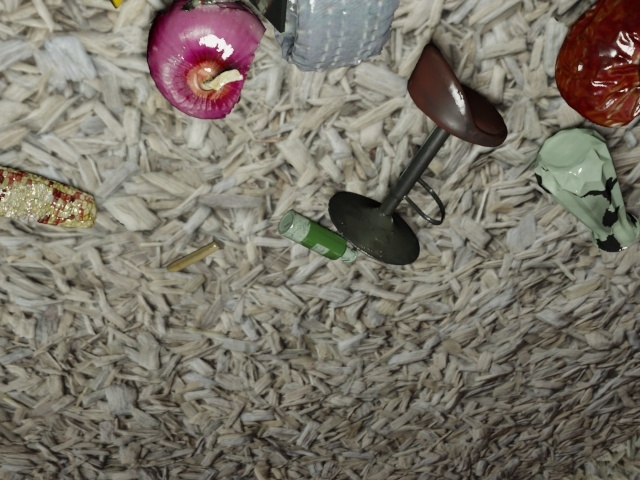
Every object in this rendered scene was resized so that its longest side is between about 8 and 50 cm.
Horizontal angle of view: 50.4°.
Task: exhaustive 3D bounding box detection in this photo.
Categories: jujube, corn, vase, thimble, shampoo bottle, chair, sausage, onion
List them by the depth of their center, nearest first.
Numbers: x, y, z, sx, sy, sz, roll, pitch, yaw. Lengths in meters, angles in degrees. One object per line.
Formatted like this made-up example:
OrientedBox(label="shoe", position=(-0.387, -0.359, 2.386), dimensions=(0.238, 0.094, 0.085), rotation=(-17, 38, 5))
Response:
OrientedBox(label="thimble", position=(0.019, -0.393, 1.091), dimensions=(0.172, 0.205, 0.236), rotation=(-9, 131, -13))
OrientedBox(label="onion", position=(-0.202, -0.313, 1.145), dimensions=(0.201, 0.200, 0.207), rotation=(2, 163, -15))
OrientedBox(label="jujube", position=(0.564, -0.343, 1.277), dimensions=(0.213, 0.213, 0.232), rotation=(10, 133, -21))
OrientedBox(label="corn", position=(-0.575, -0.084, 1.310), dimensions=(0.290, 0.098, 0.098), rotation=(16, 126, -25))
OrientedBox(label="chair", position=(0.201, -0.165, 1.334), dimensions=(0.227, 0.226, 0.401), rotation=(15, 126, -25))
OrientedBox(label="sausage", position=(-0.290, 0.040, 1.538), dimensions=(0.132, 0.024, 0.024), rotation=(-27, 132, 11))
OrientedBox(label="vase", position=(0.613, -0.104, 1.540), dimensions=(0.165, 0.165, 0.360), rotation=(-34, 134, 18))
OrientedBox(label="shampoo bottle", position=(0.000, 0.000, 1.546), dimensions=(0.204, 0.065, 0.065), rotation=(27, 121, -32))

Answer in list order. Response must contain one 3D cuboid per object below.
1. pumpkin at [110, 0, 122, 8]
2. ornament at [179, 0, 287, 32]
OrientedBox(label="pumpkin", position=(-0.241, -0.495, 0.976), dimensions=(0.190, 0.139, 0.280), rotation=(-14, 148, -17))
OrientedBox(label="ornament", position=(-0.173, -0.387, 1.013), dimensions=(0.196, 0.166, 0.153), rotation=(-30, 157, -24))
